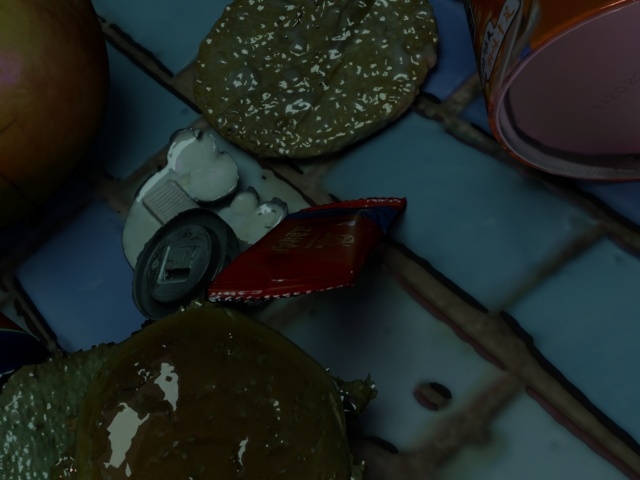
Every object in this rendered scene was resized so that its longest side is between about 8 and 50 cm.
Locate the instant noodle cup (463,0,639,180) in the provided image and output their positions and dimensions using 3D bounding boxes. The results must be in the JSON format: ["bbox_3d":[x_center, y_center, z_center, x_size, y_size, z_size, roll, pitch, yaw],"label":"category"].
[{"bbox_3d":[0.195,-0.164,0.490,0.250,0.250,0.192,-7,65,16],"label":"instant noodle cup"}]

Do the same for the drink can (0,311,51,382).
[{"bbox_3d":[-0.273,0.086,0.557,0.205,0.118,0.118,28,71,31],"label":"drink can"}]

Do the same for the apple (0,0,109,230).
[{"bbox_3d":[-0.307,-0.134,0.643,0.286,0.233,0.286,-9,60,15],"label":"apple"}]

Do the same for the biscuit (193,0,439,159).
[{"bbox_3d":[-0.007,-0.157,0.674,0.220,0.033,0.220,-9,58,14],"label":"biscuit"}]

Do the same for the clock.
[{"bbox_3d":[-0.091,0.018,0.540,0.085,0.017,0.085,-19,54,28],"label":"clock"}]

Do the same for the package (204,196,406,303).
[{"bbox_3d":[0.000,0.000,0.503,0.083,0.022,0.200,-2,15,15],"label":"package"}]

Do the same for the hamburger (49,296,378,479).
[{"bbox_3d":[-0.047,0.111,0.437,0.185,0.131,0.159,-19,69,-25],"label":"hamburger"}]

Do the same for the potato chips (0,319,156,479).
[{"bbox_3d":[-0.134,0.115,0.498,0.142,0.026,0.209,30,53,-11],"label":"potato chips"}]

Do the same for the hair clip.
[{"bbox_3d":[-0.092,-0.012,0.601,0.116,0.049,0.172,-39,51,-13],"label":"hair clip"}]
